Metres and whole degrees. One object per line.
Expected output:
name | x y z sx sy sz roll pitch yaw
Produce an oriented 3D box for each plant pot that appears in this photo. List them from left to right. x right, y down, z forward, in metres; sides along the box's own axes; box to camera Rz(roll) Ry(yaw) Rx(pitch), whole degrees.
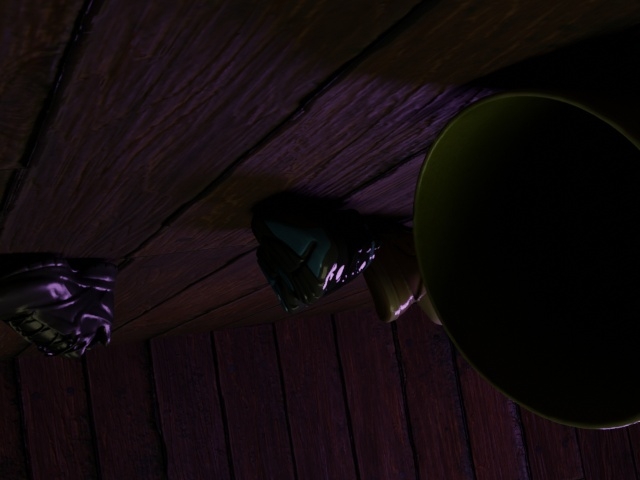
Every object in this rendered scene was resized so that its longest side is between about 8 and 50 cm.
plant pot | 0.277 -0.025 1.022 0.293 0.275 0.275 -23 -176 -40

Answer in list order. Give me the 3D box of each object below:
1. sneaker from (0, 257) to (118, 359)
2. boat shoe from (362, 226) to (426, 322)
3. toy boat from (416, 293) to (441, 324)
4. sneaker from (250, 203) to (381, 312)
sneaker | -0.348 0.089 1.559 0.109 0.130 0.286 -10 172 26
boat shoe | 0.113 0.030 1.738 0.110 0.121 0.341 -21 -173 4
toy boat | 0.238 0.066 2.253 0.151 0.151 0.231 -40 171 4
sneaker | 0.000 0.000 1.461 0.140 0.125 0.341 -30 178 -8
